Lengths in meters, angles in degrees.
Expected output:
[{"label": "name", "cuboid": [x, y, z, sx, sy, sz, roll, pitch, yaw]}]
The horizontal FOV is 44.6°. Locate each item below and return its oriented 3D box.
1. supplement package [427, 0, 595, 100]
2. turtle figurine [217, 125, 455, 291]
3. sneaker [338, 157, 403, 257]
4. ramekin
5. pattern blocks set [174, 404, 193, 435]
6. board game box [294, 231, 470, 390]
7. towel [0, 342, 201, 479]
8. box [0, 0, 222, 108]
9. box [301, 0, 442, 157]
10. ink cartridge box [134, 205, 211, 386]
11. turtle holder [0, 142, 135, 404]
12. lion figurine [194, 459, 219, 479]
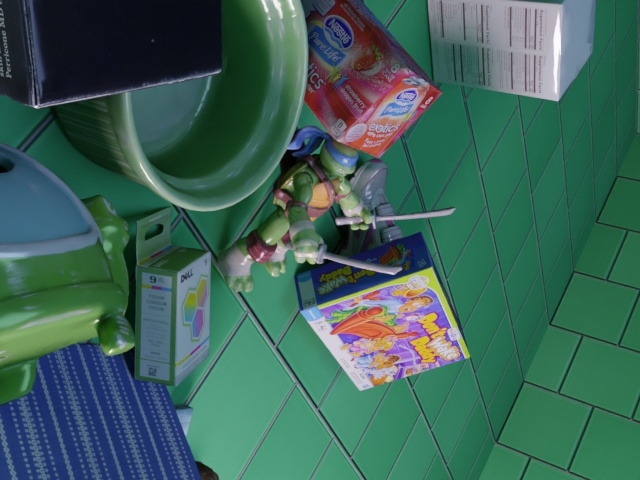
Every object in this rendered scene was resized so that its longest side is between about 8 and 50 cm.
[{"label": "supplement package", "cuboid": [0.375, -0.423, 1.525, 0.199, 0.262, 0.198, -48, 141, -36]}, {"label": "turtle figurine", "cuboid": [0.000, 0.000, 1.105, 0.274, 0.266, 0.198, 36, 40, -19]}, {"label": "sneaker", "cuboid": [0.105, -0.024, 1.431, 0.103, 0.111, 0.252, -24, 124, -52]}, {"label": "ramekin", "cuboid": [-0.159, -0.196, 0.890, 0.303, 0.148, 0.303, -31, 129, -48]}, {"label": "pattern blocks set", "cuboid": [-0.276, 0.398, 1.108, 0.285, 0.026, 0.325, -7, 110, -57]}, {"label": "board game box", "cuboid": [0.123, 0.143, 1.431, 0.347, 0.233, 0.078, 58, 16, -51]}, {"label": "towel", "cuboid": [-0.272, 0.223, 0.882, 0.040, 0.243, 0.336, -35, 155, 19]}, {"label": "box", "cuboid": [-0.242, -0.297, 0.551, 0.179, 0.312, 0.343, -28, 128, -50]}, {"label": "box", "cuboid": [0.024, -0.249, 1.034, 0.128, 0.257, 0.122, -45, 155, 20]}, {"label": "ink cartridge box", "cuboid": [-0.189, 0.069, 1.010, 0.109, 0.062, 0.209, -43, 138, -71]}, {"label": "turtle holder", "cuboid": [-0.288, 0.022, 0.698, 0.320, 0.243, 0.227, -18, 83, -35]}, {"label": "lion figurine", "cuboid": [-0.272, 0.327, 0.945, 0.392, 0.142, 0.240, 51, 49, -41]}]
